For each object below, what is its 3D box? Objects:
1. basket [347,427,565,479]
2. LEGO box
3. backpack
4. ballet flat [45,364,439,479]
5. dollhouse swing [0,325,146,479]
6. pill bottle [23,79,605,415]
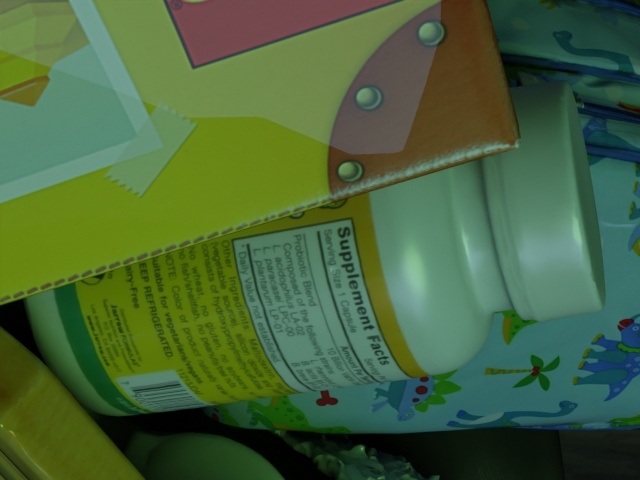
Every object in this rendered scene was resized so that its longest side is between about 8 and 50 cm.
[{"bbox_3d":[0.076,0.116,0.788,0.204,0.226,0.154,-1,137,-9],"label":"basket"},{"bbox_3d":[-0.237,-0.147,0.354,0.500,0.193,0.372,-17,124,7],"label":"LEGO box"},{"bbox_3d":[0.068,-0.023,0.643,0.356,0.273,0.290,-4,127,-24],"label":"backpack"},{"bbox_3d":[-0.089,0.129,0.713,0.409,0.147,0.147,11,155,41],"label":"ballet flat"},{"bbox_3d":[-0.196,0.203,0.539,0.347,0.315,0.305,13,158,46],"label":"dollhouse swing"},{"bbox_3d":[0.000,0.000,0.460,0.208,0.117,0.117,-9,140,17],"label":"pill bottle"}]
